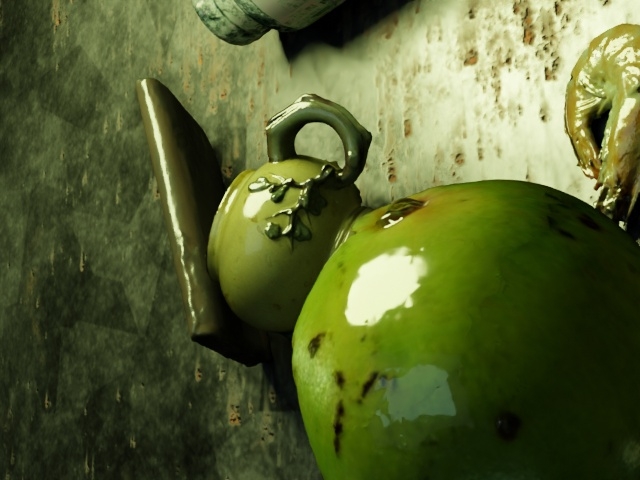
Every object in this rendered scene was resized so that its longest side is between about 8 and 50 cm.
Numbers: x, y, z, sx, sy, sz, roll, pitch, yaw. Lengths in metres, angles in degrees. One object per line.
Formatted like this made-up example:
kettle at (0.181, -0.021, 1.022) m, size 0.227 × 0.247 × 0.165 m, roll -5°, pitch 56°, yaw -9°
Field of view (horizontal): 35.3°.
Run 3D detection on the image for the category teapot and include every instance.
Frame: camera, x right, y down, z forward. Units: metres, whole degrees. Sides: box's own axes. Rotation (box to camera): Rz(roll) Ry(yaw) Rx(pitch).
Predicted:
teapot at (0.000, 0.000, 0.956) m, size 0.183 × 0.173 × 0.269 m, roll 19°, pitch 113°, yaw 16°

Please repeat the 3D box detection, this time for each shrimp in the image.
shrimp at (0.231, -0.086, 0.809) m, size 0.099 × 0.041 × 0.180 m, roll 4°, pitch 87°, yaw 47°

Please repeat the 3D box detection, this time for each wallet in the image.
wallet at (-0.125, -0.017, 1.080) m, size 0.042 × 0.165 × 0.309 m, roll -23°, pitch 64°, yaw 12°

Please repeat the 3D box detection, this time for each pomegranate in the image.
pomegranate at (0.160, 0.115, 0.701) m, size 0.216 × 0.310 × 0.358 m, roll -31°, pitch 95°, yaw 35°

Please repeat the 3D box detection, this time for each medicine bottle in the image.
medicine bottle at (-0.006, -0.305, 1.014) m, size 0.293 × 0.141 × 0.141 m, roll -26°, pitch 66°, yaw 41°
